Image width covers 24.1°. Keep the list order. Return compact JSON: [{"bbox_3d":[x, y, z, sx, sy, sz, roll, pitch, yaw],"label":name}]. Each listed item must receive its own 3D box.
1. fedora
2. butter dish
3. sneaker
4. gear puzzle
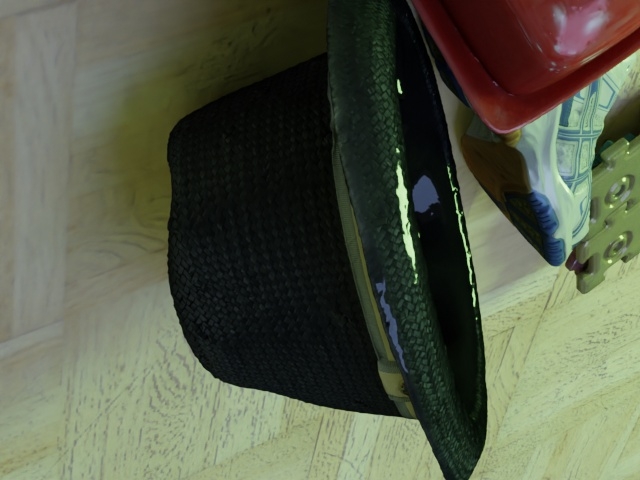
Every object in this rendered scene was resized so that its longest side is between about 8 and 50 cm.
[{"bbox_3d":[0.000,0.000,0.886,0.153,0.334,0.334,-9,149,11],"label":"fedora"},{"bbox_3d":[0.140,-0.163,0.850,0.160,0.160,0.118,-35,-168,-14],"label":"butter dish"},{"bbox_3d":[0.168,-0.091,1.035,0.131,0.112,0.296,-37,149,-8],"label":"sneaker"},{"bbox_3d":[0.329,-0.104,1.268,0.339,0.044,0.175,-36,147,-14],"label":"gear puzzle"}]
